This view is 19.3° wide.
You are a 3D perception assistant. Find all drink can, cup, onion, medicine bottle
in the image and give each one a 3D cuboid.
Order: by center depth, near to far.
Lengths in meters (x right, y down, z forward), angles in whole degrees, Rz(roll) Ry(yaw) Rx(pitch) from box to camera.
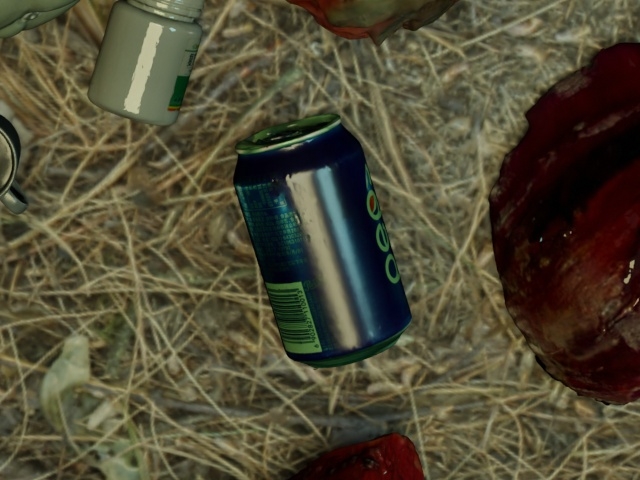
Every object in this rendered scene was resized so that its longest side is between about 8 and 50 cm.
[{"bbox_3d":[-0.142,-0.168,1.585,0.080,0.080,0.130,18,101,-6],"label":"medicine bottle"},{"bbox_3d":[-0.285,-0.064,1.604,0.078,0.077,0.100,-38,101,6],"label":"cup"},{"bbox_3d":[0.281,-0.013,1.606,0.314,0.146,0.280,-38,97,10],"label":"onion"},{"bbox_3d":[0.000,0.000,1.609,0.118,0.118,0.205,-16,103,1],"label":"drink can"}]

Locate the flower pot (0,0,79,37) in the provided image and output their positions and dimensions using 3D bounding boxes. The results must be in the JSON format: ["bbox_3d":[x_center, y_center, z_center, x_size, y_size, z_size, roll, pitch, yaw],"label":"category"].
[{"bbox_3d":[-0.258,-0.287,1.473,0.246,0.246,0.195,35,122,-9],"label":"flower pot"}]

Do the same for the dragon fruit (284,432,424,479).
[{"bbox_3d":[0.009,0.356,1.708,0.286,0.228,0.329,-21,127,34],"label":"dragon fruit"}]

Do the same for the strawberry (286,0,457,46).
[{"bbox_3d":[0.014,-0.325,1.523,0.265,0.149,0.336,-29,87,-15],"label":"strawberry"}]
